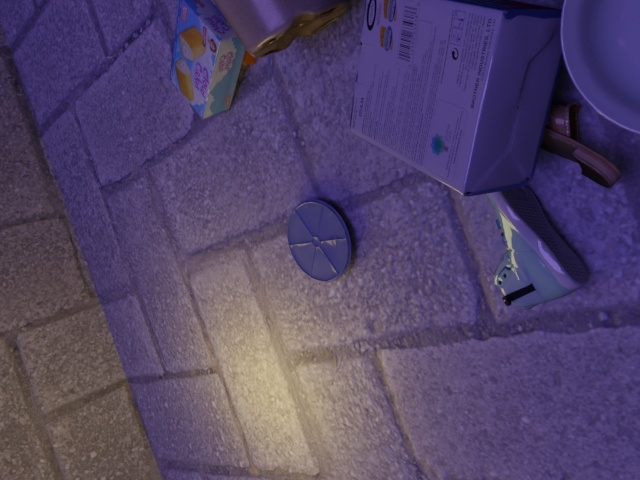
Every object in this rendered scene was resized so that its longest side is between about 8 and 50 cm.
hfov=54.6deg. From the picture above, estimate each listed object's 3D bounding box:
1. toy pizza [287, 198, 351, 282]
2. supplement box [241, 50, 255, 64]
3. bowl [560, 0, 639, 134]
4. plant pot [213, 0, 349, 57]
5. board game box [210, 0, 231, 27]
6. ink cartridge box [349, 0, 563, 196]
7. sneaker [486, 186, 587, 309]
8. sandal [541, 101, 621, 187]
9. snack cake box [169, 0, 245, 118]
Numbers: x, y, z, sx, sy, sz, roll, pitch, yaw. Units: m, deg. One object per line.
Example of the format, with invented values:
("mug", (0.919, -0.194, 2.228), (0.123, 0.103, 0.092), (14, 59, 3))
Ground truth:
("toy pizza", (0.000, 0.000, 1.450), (0.201, 0.032, 0.201), (16, 114, 40))
("supplement box", (-0.194, -0.465, 1.470), (0.098, 0.036, 0.062), (37, 128, 30))
("bowl", (0.477, -0.286, 0.792), (0.298, 0.134, 0.297), (18, 120, 34))
("plant pot", (-0.106, -0.537, 1.185), (0.334, 0.334, 0.305), (-19, 101, 46))
("board game box", (-0.193, -0.550, 1.367), (0.201, 0.136, 0.035), (54, 134, 15))
("ink cartridge box", (0.188, -0.274, 1.035), (0.395, 0.151, 0.269), (39, 131, 49))
("sneaker", (0.327, 0.003, 1.085), (0.255, 0.094, 0.151), (59, 138, 13))
("sandal", (0.391, -0.177, 0.980), (0.079, 0.088, 0.240), (-46, 51, 7))
("snack cake box", (-0.268, -0.436, 1.466), (0.152, 0.089, 0.264), (51, 148, 13))
